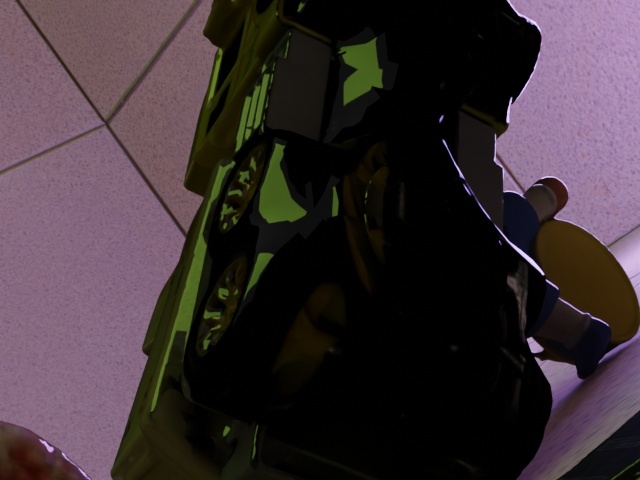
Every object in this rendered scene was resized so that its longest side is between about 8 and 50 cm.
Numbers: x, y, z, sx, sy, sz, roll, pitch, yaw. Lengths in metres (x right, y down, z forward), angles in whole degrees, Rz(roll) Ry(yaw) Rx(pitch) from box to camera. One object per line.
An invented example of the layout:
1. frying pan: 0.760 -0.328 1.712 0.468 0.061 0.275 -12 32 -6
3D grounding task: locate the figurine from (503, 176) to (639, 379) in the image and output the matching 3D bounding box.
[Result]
1. figurine: 0.083 0.079 0.978 0.158 0.161 0.275 21 -42 -33

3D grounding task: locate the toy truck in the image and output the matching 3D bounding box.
1. toy truck: 0.000 0.000 0.818 0.254 0.181 0.405 -45 28 43

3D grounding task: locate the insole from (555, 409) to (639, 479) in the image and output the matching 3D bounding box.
1. insole: 0.117 0.081 0.553 0.309 0.012 0.110 -35 -4 -12

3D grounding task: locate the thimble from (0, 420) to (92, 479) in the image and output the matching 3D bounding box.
1. thimble: -0.232 0.230 0.846 0.239 0.239 0.162 -33 -7 -29
